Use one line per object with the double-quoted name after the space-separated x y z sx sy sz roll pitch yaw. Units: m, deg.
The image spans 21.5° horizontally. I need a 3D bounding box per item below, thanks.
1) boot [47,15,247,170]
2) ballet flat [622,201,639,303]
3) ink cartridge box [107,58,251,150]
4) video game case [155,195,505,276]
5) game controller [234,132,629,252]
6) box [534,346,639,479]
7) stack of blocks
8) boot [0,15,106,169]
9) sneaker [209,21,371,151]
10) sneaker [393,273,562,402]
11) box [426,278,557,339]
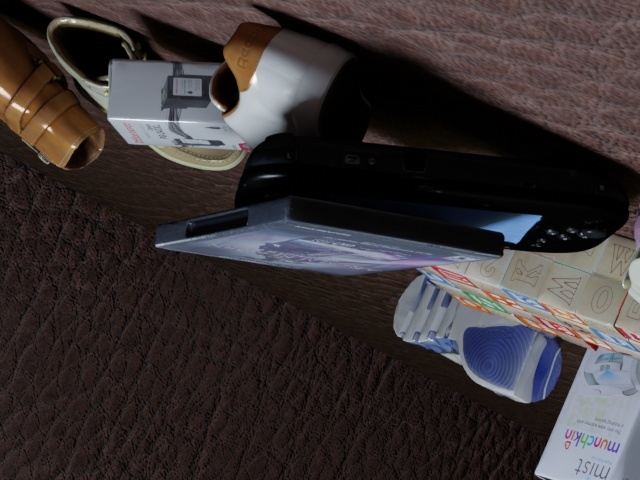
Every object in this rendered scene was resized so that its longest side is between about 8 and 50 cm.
-0.177 -0.151 1.735 0.213 0.077 0.165 30 173 9 "boot"
0.287 0.014 1.410 0.077 0.079 0.221 35 176 20 "ballet flat"
-0.120 -0.128 1.604 0.150 0.063 0.109 3 170 5 "ink cartridge box"
0.000 0.000 1.433 0.196 0.026 0.274 9 171 -26 "video game case"
0.090 -0.030 1.407 0.319 0.067 0.166 6 158 -5 "game controller"
0.396 0.204 1.783 0.262 0.231 0.127 28 171 -28 "box"
0.247 0.043 1.693 0.297 0.087 0.171 19 170 35 "stack of blocks"
-0.335 -0.166 1.749 0.220 0.109 0.283 47 179 7 "boot"
-0.029 -0.114 1.488 0.123 0.106 0.290 26 161 11 "sneaker"
0.250 0.137 2.247 0.182 0.127 0.315 25 180 -29 "sneaker"
0.211 0.055 1.983 0.169 0.059 0.054 24 171 5 "box"
